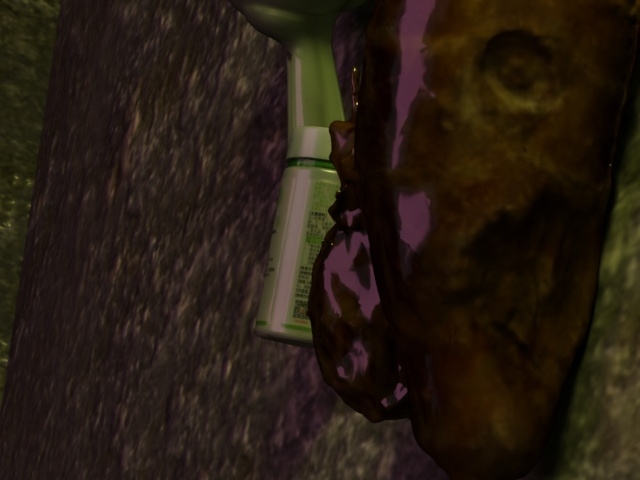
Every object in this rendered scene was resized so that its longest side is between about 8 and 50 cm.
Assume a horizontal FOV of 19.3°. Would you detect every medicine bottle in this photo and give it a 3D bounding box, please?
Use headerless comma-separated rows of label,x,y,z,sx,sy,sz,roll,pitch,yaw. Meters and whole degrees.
medicine bottle,0.000,0.000,1.616,0.086,0.086,0.183,171,111,-70

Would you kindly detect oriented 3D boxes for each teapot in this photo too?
teapot,-0.018,-0.235,1.719,0.220,0.149,0.318,48,122,57

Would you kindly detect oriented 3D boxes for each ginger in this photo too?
ginger,0.091,-0.058,1.257,0.254,0.176,0.418,23,108,63
